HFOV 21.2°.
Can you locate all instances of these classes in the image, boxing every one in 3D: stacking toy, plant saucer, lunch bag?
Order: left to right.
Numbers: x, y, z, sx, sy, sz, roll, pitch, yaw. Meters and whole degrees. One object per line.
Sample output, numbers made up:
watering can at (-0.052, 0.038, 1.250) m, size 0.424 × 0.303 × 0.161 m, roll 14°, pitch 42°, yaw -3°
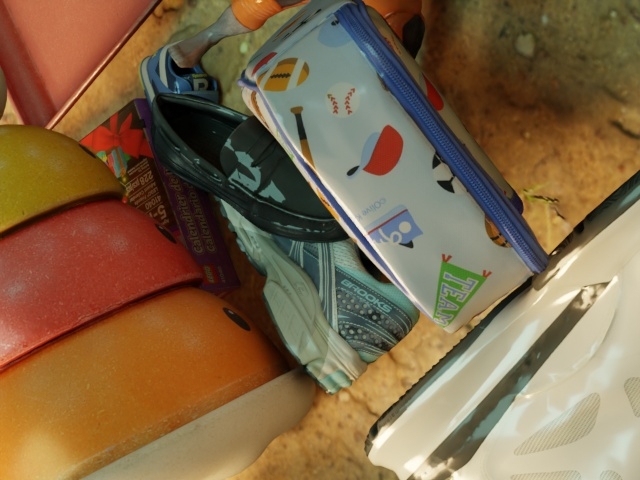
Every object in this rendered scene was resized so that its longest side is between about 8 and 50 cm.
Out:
stacking toy at (-0.251, 0.021, 1.463) m, size 0.351 × 0.351 × 0.479 m, roll -30°, pitch 86°, yaw 40°
plant saucer at (-0.256, -0.271, 1.707) m, size 0.258 × 0.048 × 0.259 m, roll -43°, pitch 64°, yaw 36°
lunch bag at (0.054, -0.058, 1.218) m, size 0.115 × 0.303 × 0.243 m, roll -40°, pitch 99°, yaw 6°

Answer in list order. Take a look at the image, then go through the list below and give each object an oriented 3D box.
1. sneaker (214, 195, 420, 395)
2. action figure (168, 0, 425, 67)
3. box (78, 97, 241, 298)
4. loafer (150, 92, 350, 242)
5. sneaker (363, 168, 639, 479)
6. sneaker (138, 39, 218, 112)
sneaker at (0.000, 0.000, 1.473) m, size 0.122 × 0.110 × 0.283 m, roll -31°, pitch 54°, yaw 4°
action figure at (0.008, -0.264, 1.384) m, size 0.341 × 0.178 × 0.330 m, roll 36°, pitch 114°, yaw 7°
box at (-0.218, 0.014, 1.685) m, size 0.293 × 0.057 × 0.200 m, roll -33°, pitch 72°, yaw 39°
loafer at (-0.056, -0.063, 1.420) m, size 0.223 × 0.076 × 0.078 m, roll 26°, pitch 153°, yaw 31°
sneaker at (0.259, 0.098, 1.223) m, size 0.257 × 0.169 × 0.447 m, roll 47°, pitch 119°, yaw 8°
sneaker at (-0.122, -0.121, 1.591) m, size 0.059 × 0.053 × 0.144 m, roll -35°, pitch 71°, yaw 36°
